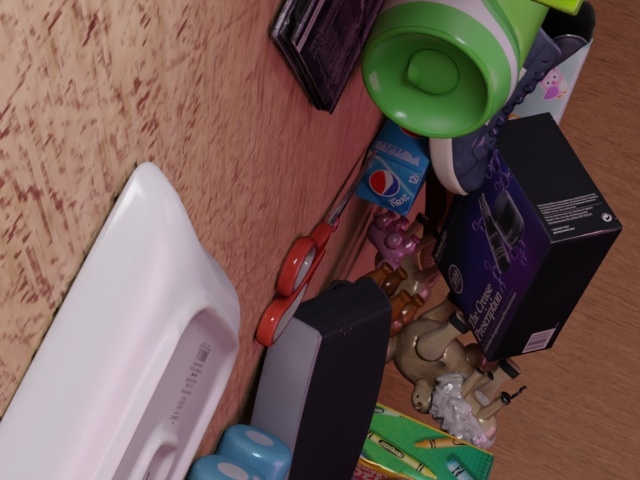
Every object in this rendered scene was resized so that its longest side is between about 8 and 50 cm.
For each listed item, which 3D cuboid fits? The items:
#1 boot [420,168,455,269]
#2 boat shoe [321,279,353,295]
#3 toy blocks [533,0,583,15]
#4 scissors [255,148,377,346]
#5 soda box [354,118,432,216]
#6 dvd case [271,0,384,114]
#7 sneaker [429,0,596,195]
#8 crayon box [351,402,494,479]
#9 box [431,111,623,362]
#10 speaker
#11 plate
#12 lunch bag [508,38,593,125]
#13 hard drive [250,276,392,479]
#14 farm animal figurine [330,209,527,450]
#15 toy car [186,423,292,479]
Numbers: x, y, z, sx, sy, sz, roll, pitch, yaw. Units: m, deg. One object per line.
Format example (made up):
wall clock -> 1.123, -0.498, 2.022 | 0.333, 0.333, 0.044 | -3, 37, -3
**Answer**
boot -> 0.197, -0.091, 1.746 | 0.207, 0.090, 0.248 | -103, -158, -46
boat shoe -> 0.003, 0.126, 1.318 | 0.228, 0.080, 0.076 | -56, 157, -52
toy blocks -> 0.111, -0.292, 0.388 | 0.381, 0.191, 0.261 | -67, 162, 10
scissors -> 0.000, 0.000, 1.101 | 0.297, 0.021, 0.109 | -56, 166, -60
soda box -> 0.110, -0.122, 1.306 | 0.210, 0.067, 0.071 | -58, 169, -48
dvd case -> 0.025, -0.170, 0.681 | 0.164, 0.018, 0.221 | -65, 174, 0
sneaker -> 0.204, -0.186, 1.173 | 0.131, 0.148, 0.350 | -64, 160, -46
crayon box -> 0.061, 0.279, 1.413 | 0.165, 0.278, 0.081 | 104, 11, -54
box -> 0.243, 0.001, 1.378 | 0.261, 0.103, 0.184 | 104, -30, -51
speaker -> 0.136, -0.219, 0.928 | 0.131, 0.131, 0.296 | 106, 11, -52
plate -> -0.108, 0.123, 0.556 | 0.277, 0.045, 0.278 | 80, 34, -77
lunch bag -> 0.233, -0.227, 1.503 | 0.262, 0.160, 0.223 | -106, -151, -61
hard drive -> -0.002, 0.175, 1.172 | 0.172, 0.054, 0.254 | -17, 126, -50
farm animal figurine -> 0.131, 0.129, 1.552 | 0.172, 0.327, 0.330 | -44, 176, 22
toy car -> -0.033, 0.328, 1.026 | 0.210, 0.238, 0.219 | -27, 141, -80
